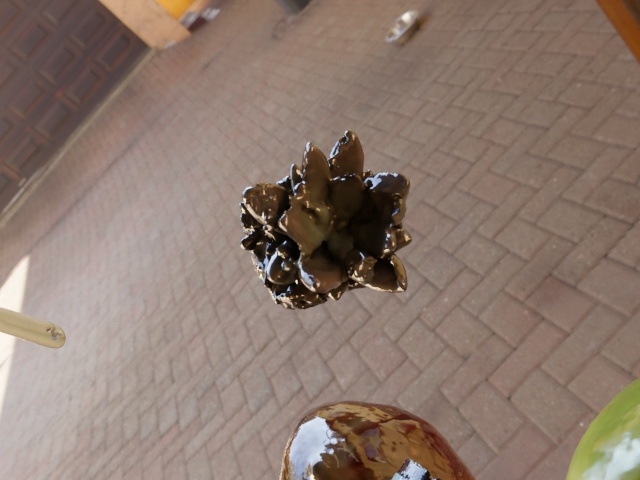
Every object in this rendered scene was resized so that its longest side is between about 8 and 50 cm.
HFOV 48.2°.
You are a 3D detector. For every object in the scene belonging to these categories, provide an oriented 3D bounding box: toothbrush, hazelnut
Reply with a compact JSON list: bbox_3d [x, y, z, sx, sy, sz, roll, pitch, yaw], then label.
[{"bbox_3d":[-0.380,0.041,0.603,0.040,0.386,0.040,-15,61,30],"label":"toothbrush"},{"bbox_3d":[0.103,0.478,1.310,0.352,0.421,0.421,-33,25,-7],"label":"hazelnut"}]

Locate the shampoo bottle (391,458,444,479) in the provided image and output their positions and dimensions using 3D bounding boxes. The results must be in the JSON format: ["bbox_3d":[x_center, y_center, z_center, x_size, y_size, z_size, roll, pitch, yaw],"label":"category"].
[{"bbox_3d":[0.060,0.438,0.904,0.323,0.084,0.129,-54,14,-13],"label":"shampoo bottle"}]

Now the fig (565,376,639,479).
[{"bbox_3d":[0.339,0.218,0.587,0.258,0.326,0.258,-6,82,54],"label":"fig"}]

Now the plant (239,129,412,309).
[{"bbox_3d":[0.000,0.000,0.877,0.181,0.194,0.321,-24,-5,-10],"label":"plant"}]
